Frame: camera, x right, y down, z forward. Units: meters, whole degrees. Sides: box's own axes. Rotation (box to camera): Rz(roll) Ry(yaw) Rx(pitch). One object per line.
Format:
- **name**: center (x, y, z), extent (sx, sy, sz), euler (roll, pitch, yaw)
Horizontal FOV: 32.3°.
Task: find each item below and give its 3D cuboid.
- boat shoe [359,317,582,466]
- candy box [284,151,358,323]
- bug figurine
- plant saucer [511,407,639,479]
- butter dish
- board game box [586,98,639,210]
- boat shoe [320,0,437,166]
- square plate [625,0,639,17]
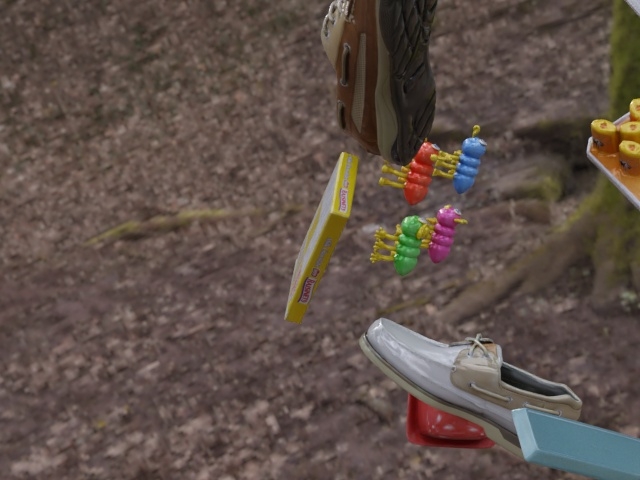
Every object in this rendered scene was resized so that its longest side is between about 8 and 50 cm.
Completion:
- **boat shoe**: center (0.197, 0.173, 1.436), extent (0.103, 0.302, 0.113), euler (-57, 10, 18)
- **candy box**: center (0.000, 0.000, 1.338), extent (0.027, 0.206, 0.105), euler (15, 47, -8)
- **bug figurine**: center (0.167, -0.060, 1.613), extent (0.072, 0.216, 0.279), euler (22, 17, 24)
- **plant saucer**: center (0.287, 0.219, 1.152), extent (0.018, 0.192, 0.067), euler (-58, 26, 34)
- **butter dish**: center (0.231, 0.273, 1.848), extent (0.160, 0.160, 0.118), euler (4, -2, -4)
- **board game box**: center (0.536, -0.088, 1.104), extent (0.390, 0.050, 0.390), euler (-33, 55, -3)
- **boat shoe**: center (0.056, -0.225, 1.237), extent (0.120, 0.324, 0.122), euler (20, 46, 24)
- **square plate**: center (0.351, -0.432, 1.294), extent (0.049, 0.344, 0.347), euler (-39, 2, 44)
